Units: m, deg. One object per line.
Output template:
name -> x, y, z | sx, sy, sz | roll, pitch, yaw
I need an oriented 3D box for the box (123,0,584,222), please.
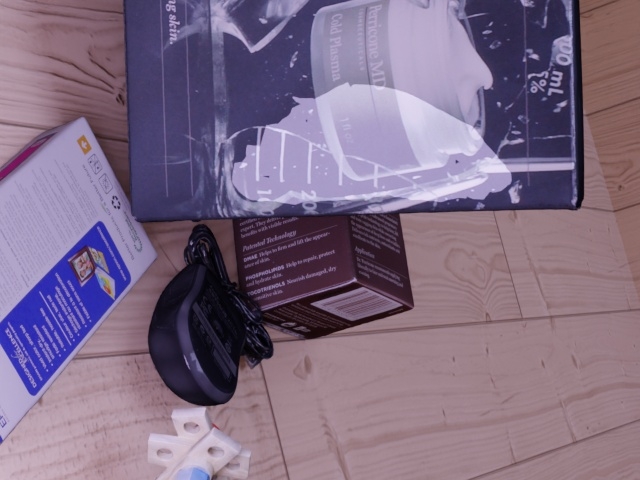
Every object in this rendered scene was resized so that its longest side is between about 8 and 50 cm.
box -> 0.046, -0.264, 1.572 | 0.297, 0.472, 0.480 | -14, 102, -79

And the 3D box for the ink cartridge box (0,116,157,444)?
ink cartridge box -> -0.283, 0.030, 1.370 | 0.175, 0.069, 0.371 | 64, 24, -18

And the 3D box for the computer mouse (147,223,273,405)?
computer mouse -> -0.137, 0.109, 1.616 | 0.188, 0.072, 0.272 | 62, 15, -14

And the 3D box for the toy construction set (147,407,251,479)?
toy construction set -> -0.162, 0.323, 1.343 | 0.215, 0.151, 0.327 | 57, 40, -28

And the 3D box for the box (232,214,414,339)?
box -> 0.000, 0.000, 1.834 | 0.168, 0.167, 0.203 | 26, 50, -56
